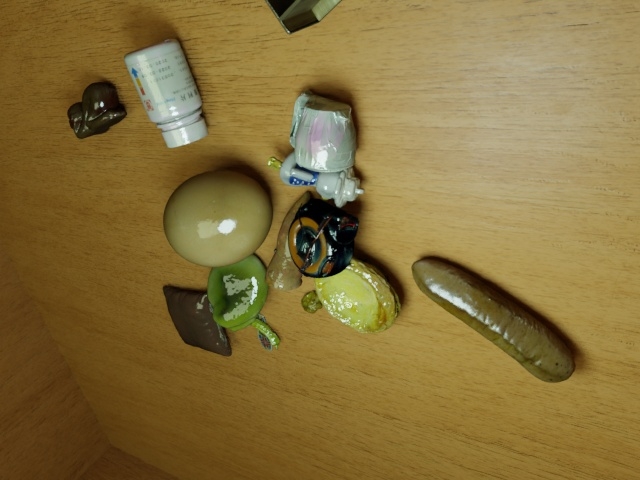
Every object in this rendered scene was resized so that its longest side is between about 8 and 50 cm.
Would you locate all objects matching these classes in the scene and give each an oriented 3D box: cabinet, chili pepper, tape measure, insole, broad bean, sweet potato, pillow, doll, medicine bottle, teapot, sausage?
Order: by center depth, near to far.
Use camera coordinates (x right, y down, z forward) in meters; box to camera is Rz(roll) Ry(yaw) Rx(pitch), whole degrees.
[{"bbox_3d":[-0.050,-0.616,1.220,0.175,0.148,0.215,-28,101,44],"label":"cabinet"},{"bbox_3d":[0.012,-0.292,1.436,0.163,0.221,0.178,-1,118,-10],"label":"teapot"},{"bbox_3d":[0.460,0.202,1.465,0.501,0.123,0.136,36,164,9],"label":"sausage"},{"bbox_3d":[-0.012,-0.175,1.528,0.293,0.138,0.119,19,97,20],"label":"doll"},{"bbox_3d":[0.000,0.000,1.544,0.202,0.135,0.223,30,116,40],"label":"tape measure"},{"bbox_3d":[-0.450,-0.434,1.623,0.170,0.170,0.293,1,120,35],"label":"medicine bottle"},{"bbox_3d":[-0.075,0.009,1.698,0.131,0.131,0.336,29,119,16],"label":"sweet potato"},{"bbox_3d":[-0.299,0.177,1.936,0.238,0.119,0.291,22,100,21],"label":"broad bean"},{"bbox_3d":[-0.227,0.335,2.105,0.208,0.043,0.049,43,160,7],"label":"chili pepper"},{"bbox_3d":[-0.225,0.364,2.153,0.065,0.006,0.193,12,127,29],"label":"insole"},{"bbox_3d":[-0.523,0.334,2.277,0.305,0.108,0.308,5,121,39],"label":"pillow"}]

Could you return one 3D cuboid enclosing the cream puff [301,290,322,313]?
[{"bbox_3d":[-0.032,0.215,1.869,0.083,0.058,0.083,10,124,33],"label":"cream puff"}]

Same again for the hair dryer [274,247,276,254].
[{"bbox_3d":[-0.075,0.064,1.810,0.154,0.054,0.106,-9,110,29],"label":"hair dryer"}]

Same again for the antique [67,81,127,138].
[{"bbox_3d":[-0.790,-0.450,1.895,0.257,0.121,0.143,-19,101,42],"label":"antique"}]

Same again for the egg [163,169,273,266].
[{"bbox_3d":[-0.315,-0.068,1.699,0.374,0.301,0.301,-8,116,32],"label":"egg"}]

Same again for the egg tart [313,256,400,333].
[{"bbox_3d":[0.120,0.151,1.672,0.294,0.123,0.294,21,132,26],"label":"egg tart"}]
